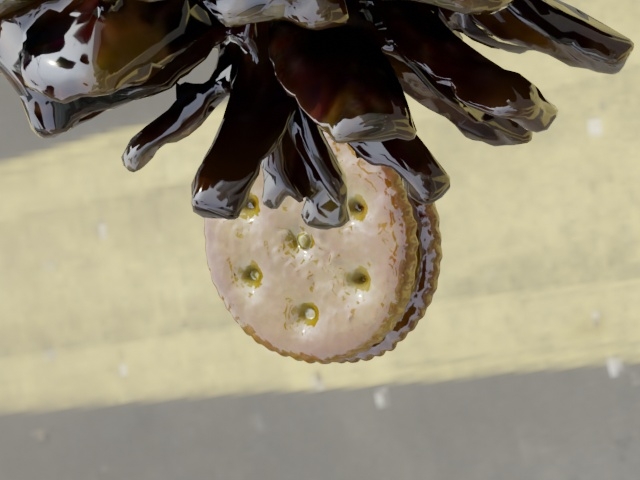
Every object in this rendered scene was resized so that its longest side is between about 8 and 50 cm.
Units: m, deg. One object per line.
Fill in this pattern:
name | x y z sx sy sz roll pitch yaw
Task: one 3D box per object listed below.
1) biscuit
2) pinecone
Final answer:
biscuit | 0.000 0.000 1.715 0.220 0.066 0.220 5 99 31
pinecone | -0.006 -0.186 0.910 0.397 0.397 0.398 13 107 51
